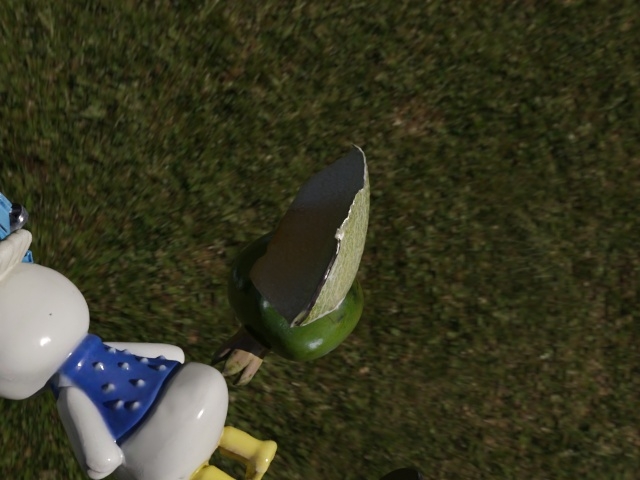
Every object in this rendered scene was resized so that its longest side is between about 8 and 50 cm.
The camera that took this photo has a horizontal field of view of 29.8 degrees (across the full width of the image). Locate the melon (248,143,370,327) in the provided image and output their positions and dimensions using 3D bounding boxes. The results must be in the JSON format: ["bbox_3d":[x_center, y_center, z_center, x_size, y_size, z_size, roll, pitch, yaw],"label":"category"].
[{"bbox_3d":[0.004,0.002,1.265,0.093,0.139,0.202,20,80,25],"label":"melon"}]

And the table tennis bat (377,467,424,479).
[{"bbox_3d":[0.071,0.386,1.756,0.027,0.236,0.150,47,70,-12],"label":"table tennis bat"}]

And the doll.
[{"bbox_3d":[-0.166,0.092,0.837,0.293,0.119,0.138,35,38,-4],"label":"doll"}]

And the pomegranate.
[{"bbox_3d":[-0.053,0.094,1.579,0.187,0.187,0.225,42,90,-8],"label":"pomegranate"}]

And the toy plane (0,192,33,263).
[{"bbox_3d":[-0.443,-0.017,1.564,0.105,0.271,0.254,-34,136,3],"label":"toy plane"}]
